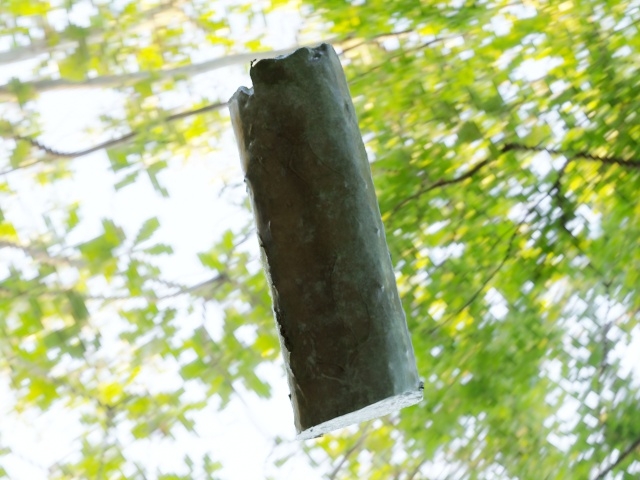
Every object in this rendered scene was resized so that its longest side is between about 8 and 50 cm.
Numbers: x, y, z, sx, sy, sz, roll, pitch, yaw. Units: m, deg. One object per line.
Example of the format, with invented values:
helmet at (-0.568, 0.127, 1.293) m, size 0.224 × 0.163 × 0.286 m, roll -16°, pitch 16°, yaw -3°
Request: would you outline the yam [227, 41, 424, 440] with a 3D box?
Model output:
yam at (0.000, 0.000, 1.125) m, size 0.093 × 0.093 × 0.259 m, roll -16°, pitch -98°, yaw 24°
